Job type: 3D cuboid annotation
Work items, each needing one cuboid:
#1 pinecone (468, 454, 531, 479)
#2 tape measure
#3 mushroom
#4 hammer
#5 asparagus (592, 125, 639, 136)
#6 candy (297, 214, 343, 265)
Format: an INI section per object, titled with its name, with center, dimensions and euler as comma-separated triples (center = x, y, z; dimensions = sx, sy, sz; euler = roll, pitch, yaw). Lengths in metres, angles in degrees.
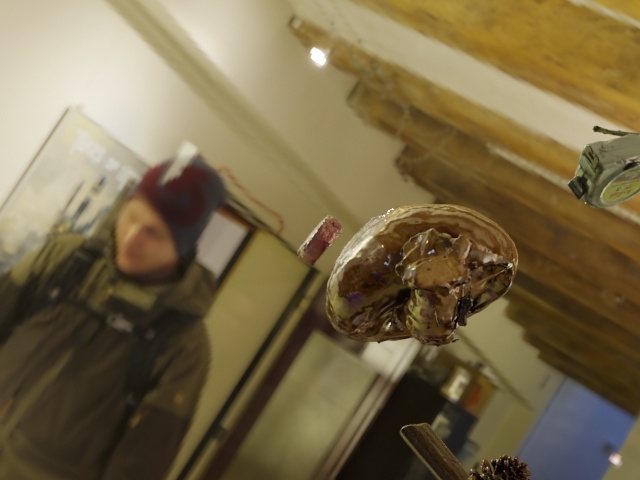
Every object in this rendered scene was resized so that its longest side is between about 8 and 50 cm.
[pinecone]
center = 0.326, 0.437, 2.130
dimensions = 0.102, 0.109, 0.102
euler = 38, 38, -36
[tape measure]
center = 0.592, -0.144, 2.100
dimensions = 0.164, 0.330, 0.084
euler = 114, -42, -55
[mushroom]
center = 0.140, 0.047, 1.634
dimensions = 0.263, 0.195, 0.283
euler = -4, -1, -16
[hammer]
center = 0.295, 0.498, 2.217
dimensions = 0.242, 0.095, 0.409
euler = -11, 46, -40
[asparagus]
center = 0.615, -0.220, 2.427
dimensions = 0.127, 0.018, 0.015
euler = 14, -39, 36
[candy]
center = 0.000, 0.000, 2.218
dimensions = 0.043, 0.103, 0.103
euler = 40, -6, -3
